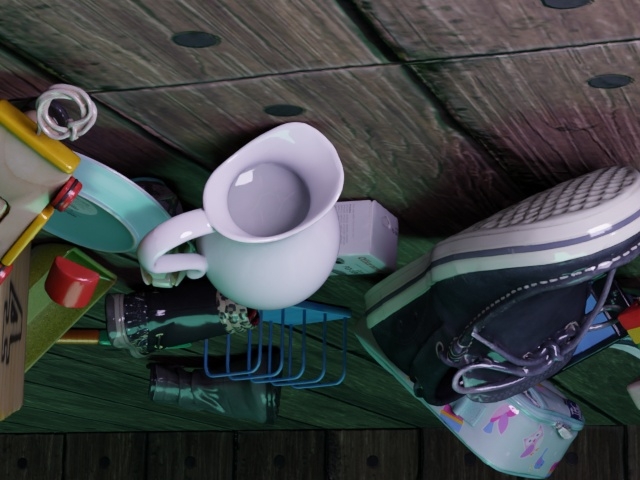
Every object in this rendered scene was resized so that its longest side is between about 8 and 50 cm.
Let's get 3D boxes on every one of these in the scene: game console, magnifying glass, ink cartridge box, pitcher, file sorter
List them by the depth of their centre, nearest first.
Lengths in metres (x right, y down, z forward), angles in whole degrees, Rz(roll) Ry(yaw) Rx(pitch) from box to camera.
[{"bbox_3d":[-0.067,-0.004,1.270,0.177,0.126,0.207,-24,166,-9],"label":"pitcher"},{"bbox_3d":[0.000,0.000,1.487,0.135,0.056,0.099,-3,167,19],"label":"ink cartridge box"},{"bbox_3d":[0.268,0.088,1.712,0.144,0.124,0.085,-32,178,28],"label":"game console"},{"bbox_3d":[-0.059,0.137,2.015,0.118,0.105,0.170,-10,164,44],"label":"file sorter"},{"bbox_3d":[-0.309,0.147,2.274,0.230,0.026,0.092,3,168,-6],"label":"magnifying glass"}]

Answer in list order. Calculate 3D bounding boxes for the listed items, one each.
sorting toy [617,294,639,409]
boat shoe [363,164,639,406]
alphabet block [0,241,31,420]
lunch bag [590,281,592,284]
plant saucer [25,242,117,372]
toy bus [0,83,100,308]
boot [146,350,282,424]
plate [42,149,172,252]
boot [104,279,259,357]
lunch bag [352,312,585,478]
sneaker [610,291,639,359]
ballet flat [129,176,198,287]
[{"bbox_3d":[0.395,0.022,1.249,0.255,0.089,0.257,-33,-178,-26],"label":"sorting toy"},{"bbox_3d":[0.175,0.054,1.360,0.186,0.156,0.500,-23,173,-19],"label":"boat shoe"},{"bbox_3d":[-0.372,0.061,1.385,0.192,0.197,0.193,4,180,-1],"label":"alphabet block"},{"bbox_3d":[0.230,0.026,1.559,0.098,0.065,0.067,-1,157,-46],"label":"lunch bag"},{"bbox_3d":[-0.333,0.077,1.714,0.045,0.188,0.188,44,177,15],"label":"plant saucer"},{"bbox_3d":[-0.243,-0.051,1.155,0.202,0.191,0.104,0,-149,10],"label":"toy bus"},{"bbox_3d":[-0.184,0.247,2.537,0.222,0.118,0.338,8,163,-7],"label":"boot"},{"bbox_3d":[-0.212,-0.030,1.292,0.188,0.024,0.188,19,158,8],"label":"plate"},{"bbox_3d":[-0.159,0.094,1.879,0.178,0.085,0.236,-7,174,6],"label":"boot"},{"bbox_3d":[0.180,0.165,1.808,0.279,0.108,0.224,41,-173,31],"label":"lunch bag"},{"bbox_3d":[0.393,0.079,1.775,0.226,0.086,0.163,17,153,-28],"label":"sneaker"},{"bbox_3d":[-0.154,0.002,1.457,0.076,0.079,0.221,-3,168,4],"label":"ballet flat"}]
